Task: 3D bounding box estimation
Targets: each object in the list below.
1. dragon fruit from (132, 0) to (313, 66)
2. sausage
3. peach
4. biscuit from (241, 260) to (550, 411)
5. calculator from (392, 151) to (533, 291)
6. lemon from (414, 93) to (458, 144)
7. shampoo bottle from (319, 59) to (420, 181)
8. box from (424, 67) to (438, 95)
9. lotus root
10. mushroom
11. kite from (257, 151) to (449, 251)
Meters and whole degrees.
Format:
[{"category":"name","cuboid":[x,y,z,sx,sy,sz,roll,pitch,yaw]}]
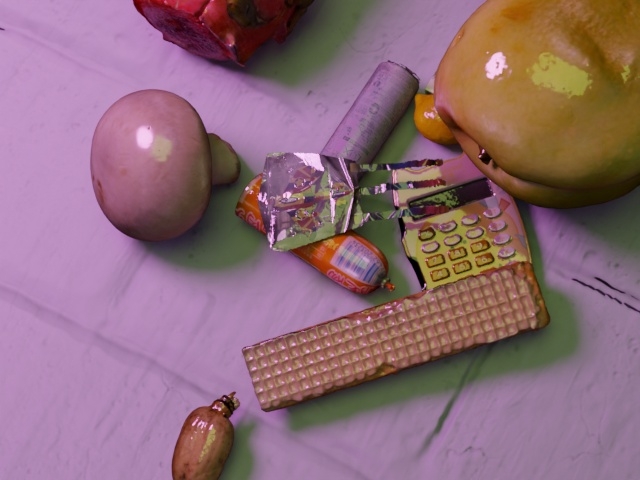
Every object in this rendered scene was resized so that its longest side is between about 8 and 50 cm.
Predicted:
[{"category":"dragon fruit","cuboid":[-0.125,-0.401,1.744,0.269,0.250,0.291,19,79,32]},{"category":"sausage","cuboid":[0.000,0.000,1.673,0.234,0.071,0.071,34,78,17]},{"category":"peach","cuboid":[0.311,-0.186,1.586,0.314,0.281,0.315,40,71,21]},{"category":"biscuit","cuboid":[0.096,0.121,1.611,0.379,0.054,0.094,-18,84,3]},{"category":"calculator","cuboid":[0.185,-0.004,1.674,0.157,0.033,0.236,-17,72,0]},{"category":"lemon","cuboid":[0.158,-0.163,1.715,0.092,0.065,0.065,43,80,13]},{"category":"shampoo bottle","cuboid":[0.052,-0.138,1.718,0.072,0.072,0.214,30,77,16]},{"category":"box","cuboid":[0.185,-0.223,1.754,0.054,0.024,0.083,29,76,14]},{"category":"lotus root","cuboid":[-0.144,0.255,1.604,0.072,0.063,0.152,19,79,41]},{"category":"mushroom","cuboid":[-0.197,-0.100,1.690,0.204,0.204,0.204,-2,70,6]},{"category":"kite","cuboid":[0.040,-0.060,1.649,0.245,0.015,0.141,-5,71,3]}]
